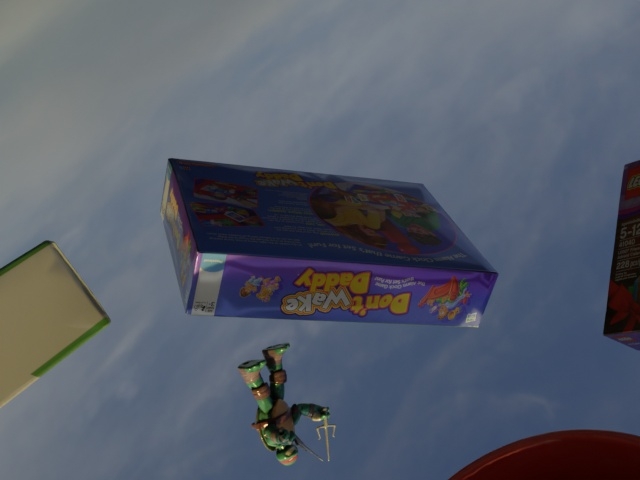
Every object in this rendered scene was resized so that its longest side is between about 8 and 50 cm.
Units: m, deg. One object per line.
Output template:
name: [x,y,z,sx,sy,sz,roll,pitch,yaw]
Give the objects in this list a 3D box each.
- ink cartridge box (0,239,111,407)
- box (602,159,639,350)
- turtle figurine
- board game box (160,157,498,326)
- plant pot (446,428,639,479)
ink cartridge box: [-0.389,0.133,0.921,0.278,0.117,0.201,-28,-170,47]
box: [0.403,-0.009,0.779,0.293,0.057,0.200,-21,-129,59]
turtle figurine: [-0.063,0.305,1.450,0.118,0.234,0.175,-17,-173,17]
board game box: [0.000,0.000,0.995,0.233,0.347,0.078,-118,-142,-56]
plant pot: [0.211,0.320,0.616,0.275,0.243,0.275,-25,-148,17]
